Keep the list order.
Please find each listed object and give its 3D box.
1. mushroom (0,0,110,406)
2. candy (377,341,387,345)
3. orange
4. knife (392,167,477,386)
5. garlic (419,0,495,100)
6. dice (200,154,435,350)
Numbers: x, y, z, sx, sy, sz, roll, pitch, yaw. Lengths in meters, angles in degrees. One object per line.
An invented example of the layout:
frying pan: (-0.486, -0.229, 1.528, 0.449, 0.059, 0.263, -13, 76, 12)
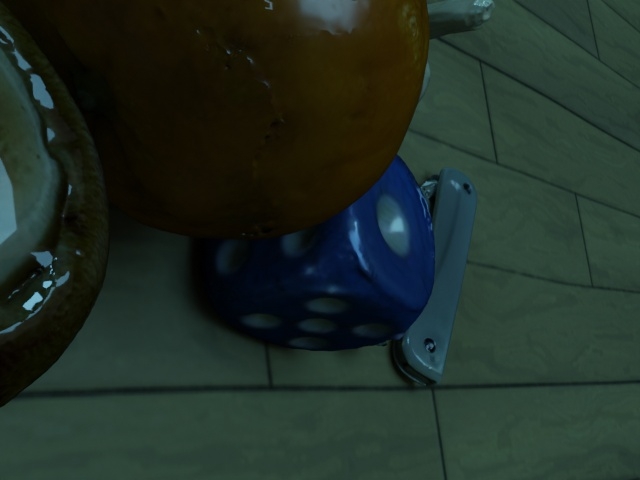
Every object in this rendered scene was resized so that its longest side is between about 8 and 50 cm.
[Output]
mushroom: (-0.219, -0.030, 0.454, 0.253, 0.153, 0.253, 22, 60, -45)
candy: (0.037, 0.016, 0.884, 0.053, 0.046, 0.182, 18, 57, -46)
orange: (-0.068, -0.136, 0.592, 0.226, 0.284, 0.284, -49, 117, -35)
knife: (0.118, 0.028, 0.997, 0.073, 0.040, 0.265, 37, 48, -26)
garlic: (0.055, -0.195, 0.837, 0.199, 0.226, 0.199, 8, 78, -45)
dice: (0.000, 0.000, 0.751, 0.143, 0.146, 0.146, 34, 50, -45)
